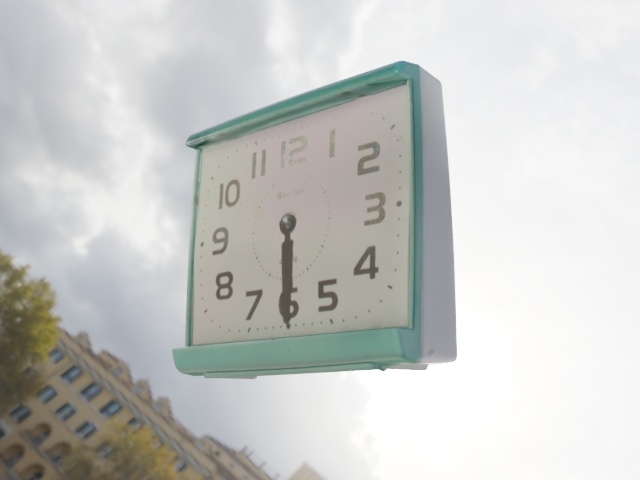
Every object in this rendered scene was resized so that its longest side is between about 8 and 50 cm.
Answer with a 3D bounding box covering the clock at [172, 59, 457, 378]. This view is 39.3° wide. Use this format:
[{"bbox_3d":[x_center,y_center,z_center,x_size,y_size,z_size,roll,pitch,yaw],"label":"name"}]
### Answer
[{"bbox_3d":[0.000,0.000,0.753,0.262,0.116,0.231,-11,-107,42],"label":"clock"}]
